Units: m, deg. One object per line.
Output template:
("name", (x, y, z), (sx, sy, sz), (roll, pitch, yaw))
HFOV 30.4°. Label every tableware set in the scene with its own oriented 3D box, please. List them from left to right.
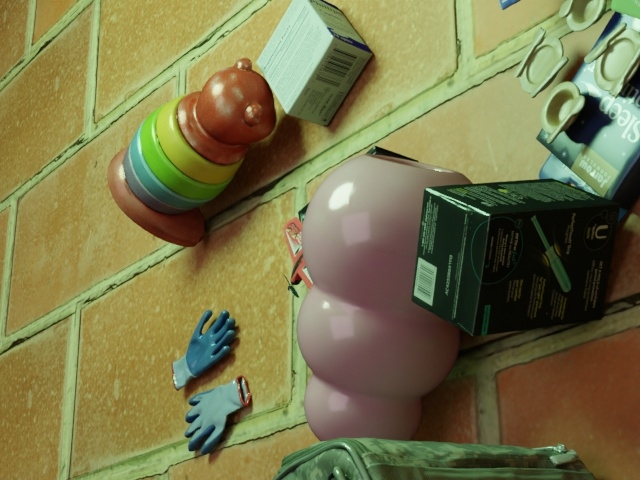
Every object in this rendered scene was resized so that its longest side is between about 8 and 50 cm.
("tableware set", (0.255, -0.181, 1.181), (0.141, 0.020, 0.169), (-52, 33, 31))

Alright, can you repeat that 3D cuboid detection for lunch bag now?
("lunch bag", (0.088, 0.288, 1.055), (0.256, 0.305, 0.213), (-55, 42, 32))

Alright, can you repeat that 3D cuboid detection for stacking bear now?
("stacking bear", (-0.169, -0.142, 1.692), (0.289, 0.164, 0.176), (-38, 48, 40))

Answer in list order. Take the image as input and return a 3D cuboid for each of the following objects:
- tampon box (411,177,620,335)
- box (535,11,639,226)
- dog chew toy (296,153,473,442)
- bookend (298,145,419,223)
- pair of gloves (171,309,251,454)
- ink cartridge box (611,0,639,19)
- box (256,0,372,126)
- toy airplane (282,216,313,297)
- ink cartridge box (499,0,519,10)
("tampon box", (0.185, 0.013, 1.119), (0.101, 0.161, 0.121), (30, 119, 54))
("box", (0.296, -0.127, 1.153), (0.225, 0.036, 0.136), (-62, 37, 20))
("dog chew toy", (0.066, 0.080, 1.260), (0.206, 0.206, 0.332), (21, 102, 55))
("bookend", (0.055, -0.001, 1.405), (0.156, 0.072, 0.157), (-39, 49, 40))
("pair of gloves", (-0.157, 0.197, 1.669), (0.159, 0.023, 0.198), (-42, 47, 35))
("ink cartridge box", (0.369, -0.338, 0.941), (0.207, 0.119, 0.354), (36, 129, 50))
("box", (-0.010, -0.247, 1.592), (0.126, 0.072, 0.137), (-56, 39, 25))
("toy airplane", (0.000, 0.000, 1.391), (0.151, 0.028, 0.151), (-36, 45, 45))
("ink cartridge box", (0.287, -0.375, 1.188), (0.311, 0.065, 0.186), (-21, 83, 47))
